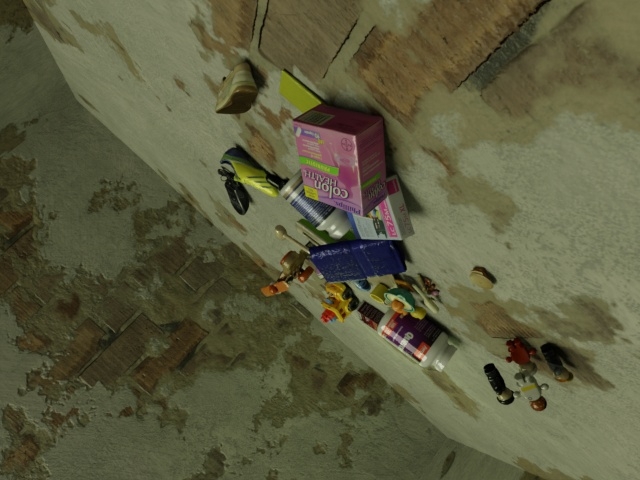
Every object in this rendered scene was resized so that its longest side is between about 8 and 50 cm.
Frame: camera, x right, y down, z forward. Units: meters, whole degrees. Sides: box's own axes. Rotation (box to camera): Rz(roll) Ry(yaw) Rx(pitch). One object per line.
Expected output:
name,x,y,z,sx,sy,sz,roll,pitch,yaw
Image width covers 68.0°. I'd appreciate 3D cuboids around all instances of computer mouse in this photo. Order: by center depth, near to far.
computer mouse,-0.426,-0.250,2.462,0.188,0.072,0.272,32,148,36

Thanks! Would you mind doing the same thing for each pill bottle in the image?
pill bottle,0.000,-0.132,1.671,0.265,0.153,0.153,44,163,-5
pill bottle,0.417,0.419,2.052,0.323,0.181,0.181,35,162,21

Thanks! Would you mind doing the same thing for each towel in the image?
towel,-0.021,-0.382,1.346,0.237,0.021,0.102,41,157,6
towel,0.136,0.059,1.700,0.308,0.076,0.227,-11,141,18

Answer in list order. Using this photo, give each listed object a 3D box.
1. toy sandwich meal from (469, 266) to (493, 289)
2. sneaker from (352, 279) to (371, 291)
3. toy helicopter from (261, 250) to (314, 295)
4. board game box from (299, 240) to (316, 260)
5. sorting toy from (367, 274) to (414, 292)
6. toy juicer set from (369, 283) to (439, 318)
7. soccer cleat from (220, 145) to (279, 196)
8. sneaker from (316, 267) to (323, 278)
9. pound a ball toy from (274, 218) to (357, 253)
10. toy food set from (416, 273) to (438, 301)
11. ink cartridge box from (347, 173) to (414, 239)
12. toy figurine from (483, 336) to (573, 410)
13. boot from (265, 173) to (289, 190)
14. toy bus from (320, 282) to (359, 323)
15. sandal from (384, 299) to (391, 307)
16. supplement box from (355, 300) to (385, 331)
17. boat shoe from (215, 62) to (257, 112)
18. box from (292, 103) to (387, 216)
toy sandwich meal,0.487,0.114,1.431,0.086,0.029,0.085,33,163,12
sneaker,0.177,0.184,2.221,0.144,0.053,0.059,39,161,5
toy helicopter,-0.144,0.134,2.007,0.140,0.235,0.355,41,162,8
board game box,0.010,0.035,2.073,0.170,0.141,0.048,20,152,51
sorting toy,0.251,0.142,1.965,0.348,0.047,0.196,19,157,41
toy juicer set,0.343,0.259,1.875,0.209,0.089,0.329,38,162,-14
soccer cleat,-0.304,-0.274,2.034,0.289,0.121,0.093,43,162,-3
sneaker,0.012,0.077,2.263,0.161,0.102,0.282,45,152,2
pound a ball toy,0.000,0.000,1.897,0.319,0.208,0.135,36,162,16
toy food set,0.405,0.172,1.765,0.078,0.019,0.122,23,147,46
ink cartridge box,0.155,-0.096,1.476,0.311,0.065,0.185,4,115,66
toy figurine,0.659,0.431,1.514,0.148,0.213,0.209,58,155,-11
boot,-0.163,-0.235,1.956,0.121,0.045,0.099,40,167,-21
toy bus,0.075,0.343,2.560,0.149,0.211,0.220,26,156,45
sandal,0.305,0.265,2.145,0.072,0.049,0.180,30,159,34
supplement box,0.305,0.426,2.495,0.239,0.073,0.130,30,159,30
boat shoe,-0.277,-0.483,1.539,0.302,0.109,0.098,175,89,-68
box,0.055,-0.217,1.278,0.214,0.117,0.243,24,139,35
